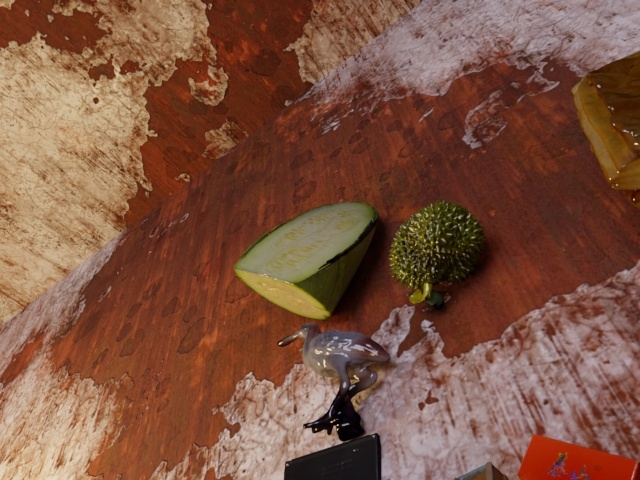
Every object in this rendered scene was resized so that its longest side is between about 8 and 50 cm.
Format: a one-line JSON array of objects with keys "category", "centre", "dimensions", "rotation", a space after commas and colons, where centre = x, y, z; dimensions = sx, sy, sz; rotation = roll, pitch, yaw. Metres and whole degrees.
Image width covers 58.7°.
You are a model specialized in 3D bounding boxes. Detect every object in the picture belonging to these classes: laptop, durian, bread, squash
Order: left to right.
[{"category": "squash", "centre": [0.000, 0.000, 1.262], "dimensions": [0.234, 0.210, 0.308], "rotation": [10, 64, 41]}, {"category": "laptop", "centre": [0.014, 0.401, 0.931], "dimensions": [0.197, 0.016, 0.135], "rotation": [-29, 35, 25]}, {"category": "durian", "centre": [0.205, 0.010, 1.055], "dimensions": [0.198, 0.146, 0.159], "rotation": [-41, 28, -2]}, {"category": "bread", "centre": [0.573, -0.164, 0.794], "dimensions": [0.370, 0.191, 0.314], "rotation": [-14, 34, 23]}]

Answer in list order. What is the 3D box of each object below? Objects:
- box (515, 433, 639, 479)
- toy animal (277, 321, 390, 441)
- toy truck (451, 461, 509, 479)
[{"category": "box", "centre": [0.272, 0.355, 0.654], "dimensions": [0.139, 0.035, 0.245], "rotation": [-1, 52, 52]}, {"category": "toy animal", "centre": [0.018, 0.220, 1.076], "dimensions": [0.195, 0.090, 0.324], "rotation": [-41, 32, 5]}, {"category": "toy truck", "centre": [0.115, 0.388, 0.662], "dimensions": [0.305, 0.136, 0.162], "rotation": [-38, 16, 27]}]
